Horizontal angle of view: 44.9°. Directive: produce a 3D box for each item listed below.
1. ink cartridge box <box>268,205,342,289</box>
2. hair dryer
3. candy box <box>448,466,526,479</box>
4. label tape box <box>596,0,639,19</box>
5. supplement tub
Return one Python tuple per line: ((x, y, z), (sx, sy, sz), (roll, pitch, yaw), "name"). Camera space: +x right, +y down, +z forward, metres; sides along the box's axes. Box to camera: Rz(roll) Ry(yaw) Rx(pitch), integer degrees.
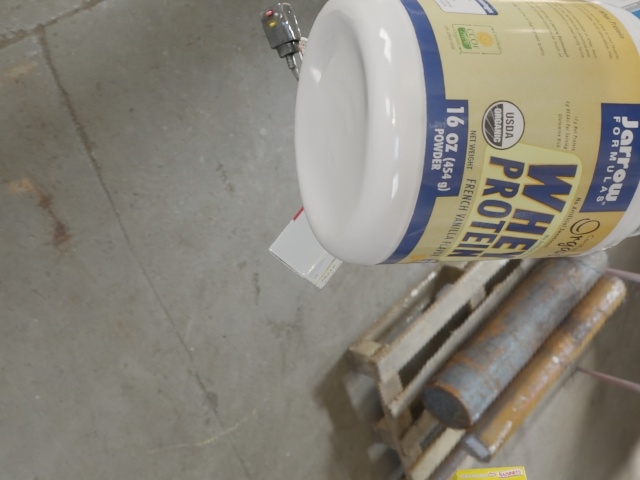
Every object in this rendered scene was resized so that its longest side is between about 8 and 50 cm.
((0.000, 0.000, 1.218), (0.127, 0.072, 0.175), (-52, 167, -2), "ink cartridge box")
((0.068, -0.162, 0.915), (0.224, 0.080, 0.293), (-14, 81, -40), "hair dryer")
((0.239, 0.396, 1.212), (0.206, 0.105, 0.027), (101, -13, -57), "candy box")
((0.377, -0.355, 1.155), (0.241, 0.333, 0.106), (-20, 129, -11), "label tape box")
((0.155, -0.097, 0.677), (0.316, 0.228, 0.228), (-2, 103, -18), "supplement tub")
